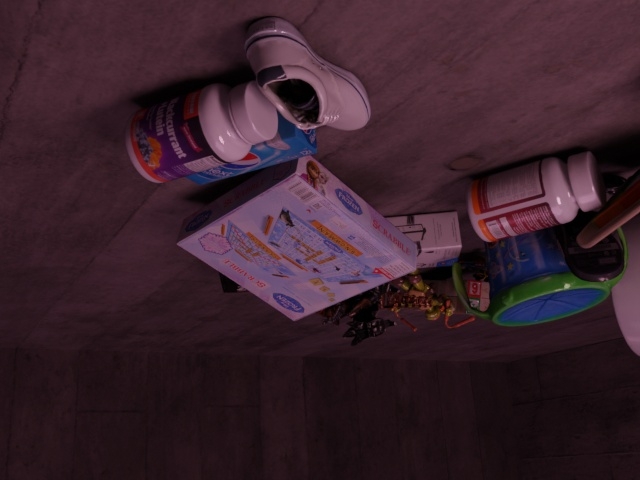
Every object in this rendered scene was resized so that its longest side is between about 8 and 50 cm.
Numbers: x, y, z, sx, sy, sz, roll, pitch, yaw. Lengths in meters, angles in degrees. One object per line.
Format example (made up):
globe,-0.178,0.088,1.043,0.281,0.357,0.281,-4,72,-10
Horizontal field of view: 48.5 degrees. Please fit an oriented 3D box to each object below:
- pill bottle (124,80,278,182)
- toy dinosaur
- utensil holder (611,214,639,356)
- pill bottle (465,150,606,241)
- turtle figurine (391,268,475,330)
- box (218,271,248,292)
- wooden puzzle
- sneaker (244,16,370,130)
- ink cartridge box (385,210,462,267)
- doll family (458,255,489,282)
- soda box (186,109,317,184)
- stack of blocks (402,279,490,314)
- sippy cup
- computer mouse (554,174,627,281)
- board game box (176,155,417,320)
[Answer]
pill bottle,-0.160,-0.151,0.966,0.193,0.108,0.108,-13,160,26
toy dinosaur,0.093,0.130,1.648,0.321,0.164,0.218,-19,-176,-5
utensil holder,0.814,0.077,1.390,0.385,0.328,0.327,-11,162,42
pill bottle,0.383,-0.079,1.269,0.221,0.121,0.121,-16,158,32
turtle figurine,0.258,0.131,1.801,0.269,0.087,0.217,-3,130,54
box,-0.076,0.053,1.663,0.321,0.079,0.257,-2,164,-5
wooden puzzle,0.545,-0.100,1.179,0.221,0.044,0.239,-41,175,-26
sneaker,-0.014,-0.183,0.919,0.094,0.091,0.258,-14,159,30
ink cartridge box,0.196,0.006,1.552,0.203,0.086,0.148,-6,162,4
doll family,0.447,0.072,1.819,0.192,0.076,0.111,-5,177,-5
soda box,-0.112,-0.146,1.048,0.210,0.071,0.067,-12,160,26
stack of blocks,0.374,0.156,1.929,0.171,0.087,0.297,8,174,-26
sippy cup,0.432,0.032,1.432,0.305,0.224,0.240,-5,158,-10
computer mouse,0.514,-0.017,1.292,0.184,0.262,0.060,-10,133,4
board game box,-0.043,0.007,1.313,0.318,0.066,0.318,-26,130,35
